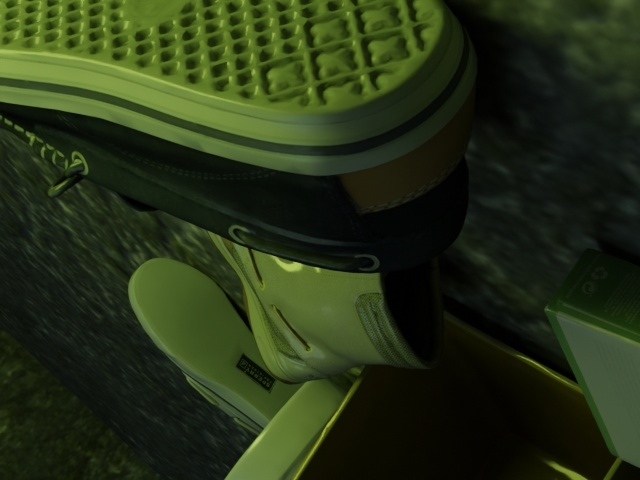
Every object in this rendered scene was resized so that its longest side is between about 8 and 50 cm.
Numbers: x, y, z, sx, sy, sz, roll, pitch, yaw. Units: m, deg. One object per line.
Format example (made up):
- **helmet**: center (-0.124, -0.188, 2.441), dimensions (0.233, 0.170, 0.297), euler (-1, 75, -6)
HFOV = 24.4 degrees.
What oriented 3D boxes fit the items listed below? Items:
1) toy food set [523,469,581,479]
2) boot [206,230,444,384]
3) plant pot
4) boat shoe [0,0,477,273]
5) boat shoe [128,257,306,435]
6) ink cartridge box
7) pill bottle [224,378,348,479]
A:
- **toy food set**: center (0.227, 0.221, 1.221), dimensions (0.122, 0.019, 0.078), euler (25, 157, 24)
- **boot**: center (0.000, 0.000, 1.070), dimensions (0.165, 0.077, 0.213), euler (-10, 103, 49)
- **plant pot**: center (0.128, 0.205, 1.113), dimensions (0.212, 0.212, 0.187), euler (29, 172, 37)
- **boat shoe**: center (-0.111, -0.104, 0.900), dimensions (0.500, 0.187, 0.156), euler (21, 148, 37)
- **boat shoe**: center (-0.107, 0.125, 1.572), dimensions (0.267, 0.096, 0.088), euler (39, 149, -17)
- **ink cartridge box**: center (0.252, 0.108, 0.836), dimensions (0.235, 0.056, 0.171), euler (23, 155, 39)
- **pill bottle**: center (0.083, 0.308, 1.411), dimensions (0.363, 0.210, 0.210), euler (39, 162, 8)
